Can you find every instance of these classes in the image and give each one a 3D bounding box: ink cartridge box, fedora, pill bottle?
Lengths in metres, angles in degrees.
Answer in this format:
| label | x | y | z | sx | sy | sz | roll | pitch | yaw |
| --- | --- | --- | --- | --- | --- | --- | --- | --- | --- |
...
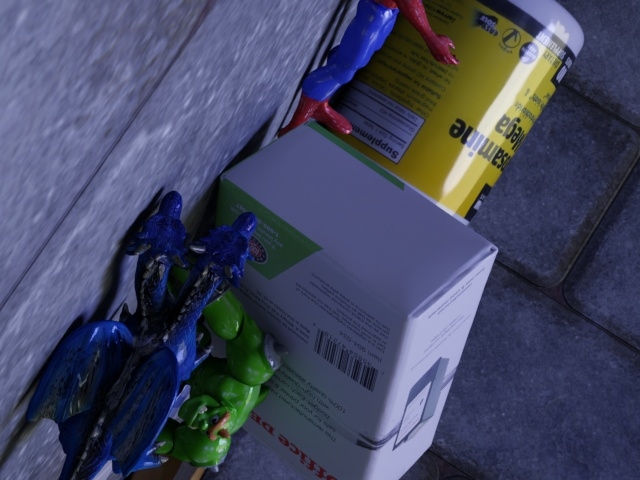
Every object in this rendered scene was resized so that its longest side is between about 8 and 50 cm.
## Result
| label | x | y | z | sx | sy | sz | roll | pitch | yaw |
| --- | --- | --- | --- | --- | --- | --- | --- | --- | --- |
| ink cartridge box | 0.010 | 0.070 | 1.038 | 0.115 | 0.198 | 0.273 | -37 | 152 | -36 |
| fedora | -0.209 | 0.320 | 1.608 | 0.194 | 0.079 | 0.194 | -60 | -178 | 3 |
| pill bottle | 0.115 | -0.124 | 1.312 | 0.334 | 0.188 | 0.188 | -58 | 176 | 5 |

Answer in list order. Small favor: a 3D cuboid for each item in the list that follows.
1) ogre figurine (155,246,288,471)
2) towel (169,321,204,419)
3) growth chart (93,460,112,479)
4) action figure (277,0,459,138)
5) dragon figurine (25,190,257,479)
| label | x | y | z | sx | sy | sz | roll | pitch | yaw |
| --- | --- | --- | --- | --- | --- | --- | --- | --- | --- |
| ogre figurine | -0.103 | 0.108 | 1.009 | 0.197 | 0.118 | 0.097 | -58 | 176 | 7 |
| towel | -0.120 | 0.118 | 1.453 | 0.209 | 0.034 | 0.285 | -57 | 175 | -3 |
| growth chart | -0.198 | 0.196 | 1.220 | 0.237 | 0.021 | 0.172 | -58 | 176 | 12 |
| action figure | 0.076 | -0.164 | 1.003 | 0.091 | 0.139 | 0.280 | -55 | 173 | -46 |
| dragon figurine | -0.134 | 0.102 | 0.817 | 0.289 | 0.085 | 0.144 | -61 | 174 | -12 |
